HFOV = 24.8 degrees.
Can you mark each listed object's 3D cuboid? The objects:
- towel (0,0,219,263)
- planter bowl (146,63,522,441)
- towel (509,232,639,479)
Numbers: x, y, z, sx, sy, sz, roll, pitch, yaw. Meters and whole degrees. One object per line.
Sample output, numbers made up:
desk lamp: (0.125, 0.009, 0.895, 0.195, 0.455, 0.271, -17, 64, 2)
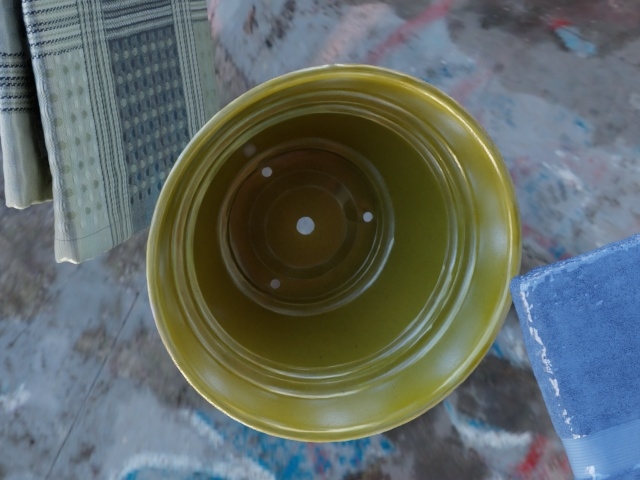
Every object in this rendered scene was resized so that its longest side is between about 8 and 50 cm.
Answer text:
towel: (-0.165, -0.161, 1.134, 0.056, 0.312, 0.324, -4, 102, 19)
planter bowl: (0.000, 0.000, 0.849, 0.217, 0.090, 0.217, -4, 105, -15)
towel: (0.111, 0.057, 0.486, 0.067, 0.029, 0.119, -19, 92, 19)
